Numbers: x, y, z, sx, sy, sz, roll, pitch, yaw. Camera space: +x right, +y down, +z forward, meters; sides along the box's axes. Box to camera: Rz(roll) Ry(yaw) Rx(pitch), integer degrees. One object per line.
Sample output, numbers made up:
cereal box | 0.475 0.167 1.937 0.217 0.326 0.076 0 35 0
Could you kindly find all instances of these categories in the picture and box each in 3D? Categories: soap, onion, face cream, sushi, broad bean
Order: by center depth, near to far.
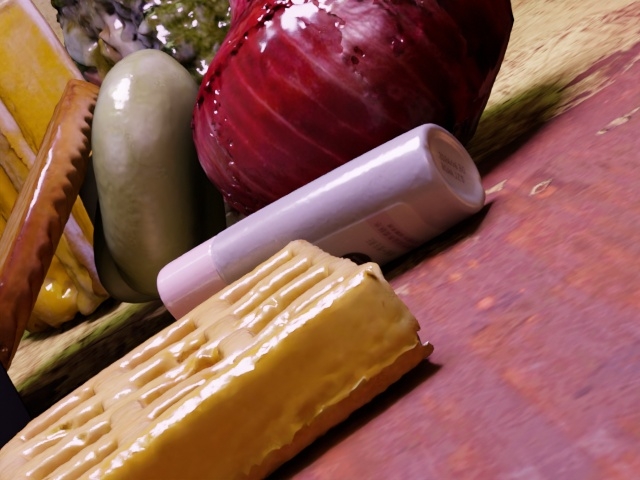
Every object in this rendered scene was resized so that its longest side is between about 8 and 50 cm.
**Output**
face cream | 0.000 0.000 1.123 0.198 0.084 0.057 -30 55 27
onion | 0.011 -0.127 1.273 0.252 0.219 0.252 -40 1 1
broad bean | -0.118 -0.042 1.363 0.100 0.169 0.228 -1 -17 -3
soap | -0.280 -0.062 1.751 0.143 0.281 0.259 -37 9 -29
sushi | -0.159 -0.211 2.051 0.178 0.294 0.352 -34 7 -21

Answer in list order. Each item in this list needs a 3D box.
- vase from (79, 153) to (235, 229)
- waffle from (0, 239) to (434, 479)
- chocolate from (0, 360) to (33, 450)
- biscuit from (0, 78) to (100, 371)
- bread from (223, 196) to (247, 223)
vase | -0.072 -0.062 1.541 0.248 0.128 0.128 -27 9 -5
waffle | -0.068 0.087 0.966 0.221 0.055 0.248 -35 10 -7
chocolate | -0.275 0.152 1.220 0.156 0.156 0.133 -43 -15 -43
biscuit | -0.232 0.027 1.423 0.318 0.040 0.318 -158 90 -79
bread | -0.023 -0.055 1.435 0.106 0.082 0.125 -43 10 -20
